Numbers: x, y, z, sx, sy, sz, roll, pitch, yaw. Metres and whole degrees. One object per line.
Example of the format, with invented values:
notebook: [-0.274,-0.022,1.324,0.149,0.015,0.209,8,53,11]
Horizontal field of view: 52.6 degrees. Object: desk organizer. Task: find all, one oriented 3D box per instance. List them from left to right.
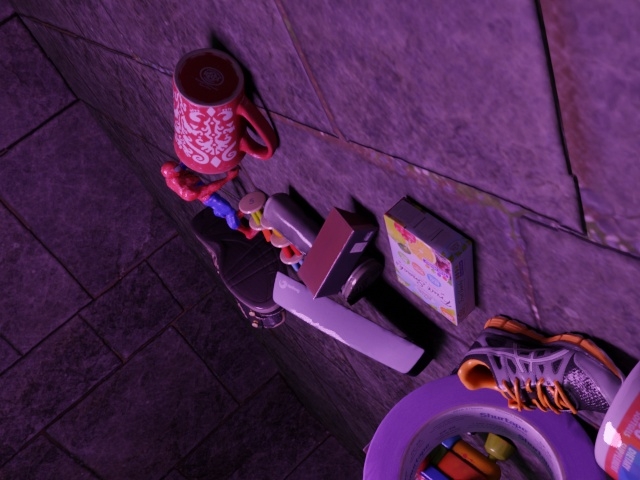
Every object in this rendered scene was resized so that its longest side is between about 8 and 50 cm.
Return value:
desk organizer: [0.020,0.015,0.883,0.050,0.047,0.130,52,130,30]

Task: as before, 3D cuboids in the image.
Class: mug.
mug: [-0.137,-0.183,0.911,0.169,0.150,0.113,109,155,-68]

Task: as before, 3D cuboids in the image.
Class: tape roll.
tape roll: [0.193,0.302,0.775,0.275,0.275,0.090,38,162,36]

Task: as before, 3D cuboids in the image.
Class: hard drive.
hard drive: [0.049,0.137,1.022,0.254,0.054,0.172,27,174,19]

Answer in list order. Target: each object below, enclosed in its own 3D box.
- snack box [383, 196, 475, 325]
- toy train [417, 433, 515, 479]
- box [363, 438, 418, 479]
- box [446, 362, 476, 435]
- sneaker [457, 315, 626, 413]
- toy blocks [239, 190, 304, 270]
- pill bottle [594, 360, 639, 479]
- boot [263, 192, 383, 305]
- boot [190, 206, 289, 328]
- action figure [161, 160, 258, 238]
snack box: [0.128,0.026,0.744,0.100,0.037,0.141,40,163,34]
toy train: [0.263,0.374,1.029,0.248,0.143,0.105,30,164,39]
box: [0.283,0.571,1.435,0.381,0.143,0.191,32,158,52]
box: [0.213,0.230,0.940,0.083,0.067,0.018,48,166,7]
sneaker: [0.227,0.142,0.665,0.084,0.083,0.215,55,162,-15]
toy blocks: [-0.081,-0.011,1.207,0.123,0.054,0.148,35,159,41]
pill bottle: [0.307,0.164,0.413,0.221,0.124,0.124,34,159,43]
boot: [-0.002,0.001,1.003,0.208,0.076,0.190,52,165,11]
boot: [-0.147,0.102,1.499,0.377,0.138,0.284,40,161,43]
action figure: [-0.190,-0.112,1.236,0.091,0.139,0.280,36,-178,31]
